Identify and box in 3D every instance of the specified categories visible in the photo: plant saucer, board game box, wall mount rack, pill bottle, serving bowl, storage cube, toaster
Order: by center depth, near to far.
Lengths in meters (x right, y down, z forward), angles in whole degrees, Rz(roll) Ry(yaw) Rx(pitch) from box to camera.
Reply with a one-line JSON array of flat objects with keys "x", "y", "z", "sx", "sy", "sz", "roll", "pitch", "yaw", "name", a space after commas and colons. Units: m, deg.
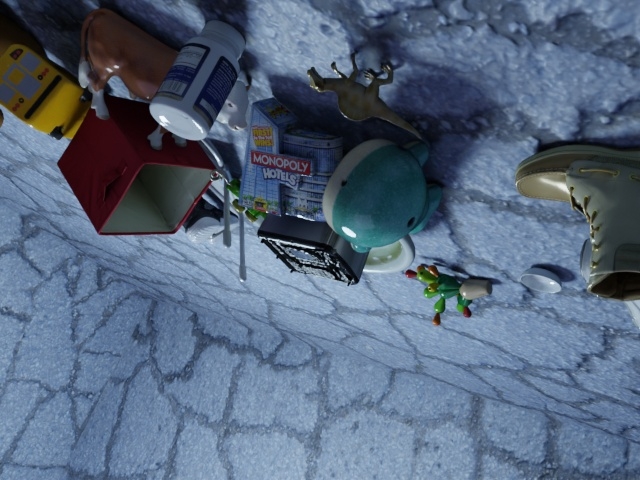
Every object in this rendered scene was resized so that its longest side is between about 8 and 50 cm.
[{"x": -0.179, "y": -0.245, "z": 0.967, "sx": 0.094, "sy": 0.169, "sz": 0.094, "roll": 21, "pitch": 161, "yaw": 8, "name": "pill bottle"}, {"x": -0.057, "y": -0.140, "z": 1.099, "sx": 0.194, "sy": 0.060, "sz": 0.194, "roll": 15, "pitch": 119, "yaw": 32, "name": "board game box"}, {"x": 0.000, "y": 0.000, "z": 1.204, "sx": 0.186, "sy": 0.110, "sz": 0.168, "roll": 11, "pitch": 158, "yaw": 31, "name": "toaster"}, {"x": -0.351, "y": -0.141, "z": 1.225, "sx": 0.215, "sy": 0.183, "sz": 0.193, "roll": -1, "pitch": -133, "yaw": -54, "name": "storage cube"}, {"x": 0.459, "y": 0.078, "z": 1.327, "sx": 0.083, "sy": 0.027, "sz": 0.083, "roll": 20, "pitch": 161, "yaw": 7, "name": "serving bowl"}, {"x": 0.018, "y": -0.061, "z": 1.340, "sx": 0.400, "sy": 0.100, "sz": 0.400, "roll": 21, "pitch": 161, "yaw": 7, "name": "plant saucer"}, {"x": -0.239, "y": -0.083, "z": 1.419, "sx": 0.304, "sy": 0.130, "sz": 0.350, "roll": 44, "pitch": 167, "yaw": 18, "name": "wall mount rack"}]

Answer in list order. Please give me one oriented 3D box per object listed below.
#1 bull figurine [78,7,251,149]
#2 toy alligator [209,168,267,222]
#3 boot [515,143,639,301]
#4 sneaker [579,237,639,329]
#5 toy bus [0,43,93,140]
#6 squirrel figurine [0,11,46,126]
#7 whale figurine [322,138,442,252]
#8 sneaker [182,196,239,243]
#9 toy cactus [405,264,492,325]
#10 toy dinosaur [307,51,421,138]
[{"x": -0.268, "y": -0.259, "z": 1.089, "sx": 0.310, "sy": 0.101, "sz": 0.188, "roll": 33, "pitch": 122, "yaw": -7, "name": "bull figurine"}, {"x": -0.148, "y": -0.091, "z": 1.228, "sx": 0.190, "sy": 0.056, "sz": 0.051, "roll": 41, "pitch": -166, "yaw": -41, "name": "toy alligator"}, {"x": 0.376, "y": -0.024, "z": 0.878, "sx": 0.262, "sy": 0.203, "sz": 0.095, "roll": 6, "pitch": 154, "yaw": 37, "name": "boot"}, {"x": 0.584, "y": 0.085, "z": 1.098, "sx": 0.297, "sy": 0.111, "sz": 0.129, "roll": 29, "pitch": 154, "yaw": -21, "name": "sneaker"}, {"x": -0.501, "y": -0.268, "z": 1.213, "sx": 0.130, "sy": 0.108, "sz": 0.333, "roll": 38, "pitch": 180, "yaw": -10, "name": "toy bus"}, {"x": -0.715, "y": -0.285, "z": 1.152, "sx": 0.281, "sy": 0.370, "sz": 0.397, "roll": 27, "pitch": 160, "yaw": -10, "name": "squirrel figurine"}, {"x": 0.130, "y": -0.059, "z": 1.067, "sx": 0.272, "sy": 0.216, "sz": 0.141, "roll": 15, "pitch": -158, "yaw": -51, "name": "whale figurine"}, {"x": -0.307, "y": -0.077, "z": 1.674, "sx": 0.153, "sy": 0.101, "sz": 0.268, "roll": 53, "pitch": -171, "yaw": 5, "name": "sneaker"}, {"x": 0.317, "y": 0.125, "z": 1.528, "sx": 0.180, "sy": 0.112, "sz": 0.219, "roll": -10, "pitch": 135, "yaw": 41, "name": "toy cactus"}, {"x": 0.067, "y": -0.206, "z": 0.912, "sx": 0.183, "sy": 0.092, "sz": 0.053, "roll": 26, "pitch": 161, "yaw": -8, "name": "toy dinosaur"}]
